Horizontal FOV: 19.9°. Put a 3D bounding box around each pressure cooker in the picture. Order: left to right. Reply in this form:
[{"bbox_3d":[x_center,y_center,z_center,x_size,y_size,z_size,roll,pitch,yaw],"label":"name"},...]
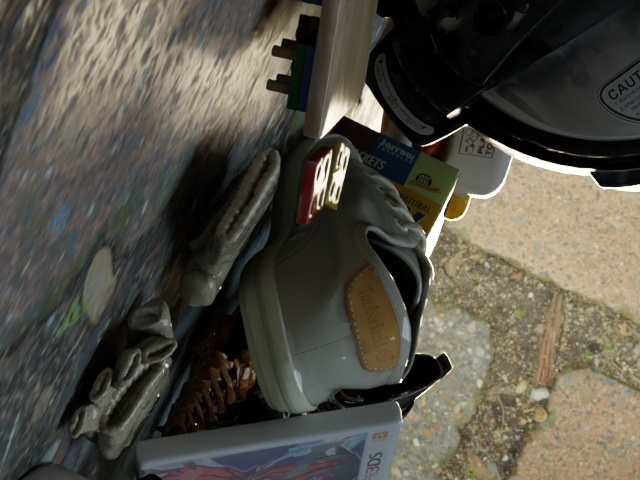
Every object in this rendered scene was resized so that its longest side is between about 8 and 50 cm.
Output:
[{"bbox_3d":[0.229,-0.231,1.500,0.420,0.376,0.369,-5,105,-83],"label":"pressure cooker"}]

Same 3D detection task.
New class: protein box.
[{"bbox_3d":[0.030,0.020,1.865,0.201,0.136,0.200,-62,174,-22],"label":"protein box"}]

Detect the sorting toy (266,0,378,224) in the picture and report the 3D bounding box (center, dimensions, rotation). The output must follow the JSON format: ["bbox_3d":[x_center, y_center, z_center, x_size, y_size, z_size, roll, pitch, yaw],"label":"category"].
[{"bbox_3d":[0.002,-0.143,1.255,0.132,0.046,0.274,-51,152,-67],"label":"sorting toy"}]

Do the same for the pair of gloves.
[{"bbox_3d":[-0.099,0.042,1.277,0.240,0.042,0.204,-59,179,-5],"label":"pair of gloves"}]

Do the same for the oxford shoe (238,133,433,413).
[{"bbox_3d":[0.029,0.016,1.503,0.449,0.130,0.169,-74,148,-72],"label":"oxford shoe"}]

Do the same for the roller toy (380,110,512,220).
[{"bbox_3d":[0.144,-0.142,1.931,0.191,0.146,0.209,103,-5,-71],"label":"roller toy"}]

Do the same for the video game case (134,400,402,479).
[{"bbox_3d":[-0.043,0.188,1.428,0.183,0.201,0.023,97,-17,-59],"label":"video game case"}]

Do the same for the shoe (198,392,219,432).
[{"bbox_3d":[-0.087,0.157,1.760,0.081,0.063,0.178,88,23,-67],"label":"shoe"}]

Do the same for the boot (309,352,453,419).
[{"bbox_3d":[-0.016,0.187,1.807,0.263,0.091,0.229,-19,161,-26],"label":"boot"}]

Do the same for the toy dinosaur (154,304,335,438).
[{"bbox_3d":[-0.073,0.130,1.590,0.322,0.164,0.218,-3,106,-52],"label":"toy dinosaur"}]

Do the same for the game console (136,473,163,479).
[{"bbox_3d":[-0.146,0.256,1.356,0.085,0.124,0.144,-31,178,-34],"label":"game console"}]

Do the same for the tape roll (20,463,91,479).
[{"bbox_3d":[-0.197,0.290,1.168,0.286,0.100,0.286,-63,173,-13],"label":"tape roll"}]
